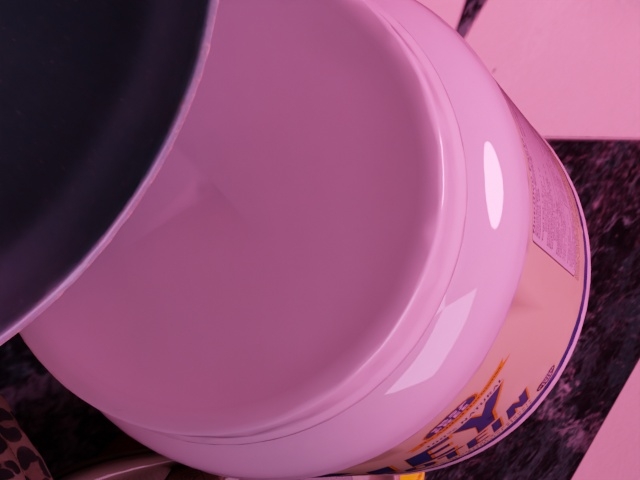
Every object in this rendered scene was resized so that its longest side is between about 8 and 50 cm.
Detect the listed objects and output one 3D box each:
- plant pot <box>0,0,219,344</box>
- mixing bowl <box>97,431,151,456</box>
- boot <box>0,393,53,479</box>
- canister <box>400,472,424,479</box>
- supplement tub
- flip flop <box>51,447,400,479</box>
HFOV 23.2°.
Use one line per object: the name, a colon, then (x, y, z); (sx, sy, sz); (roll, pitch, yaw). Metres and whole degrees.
plant pot: (-0.207, -0.098, 0.535); (0.293, 0.196, 0.293); (-29, 141, -26)
mixing bowl: (-0.089, 0.180, 1.008); (0.181, 0.098, 0.181); (-9, 112, -21)
boot: (-0.230, 0.221, 0.713); (0.138, 0.377, 0.284); (-36, 162, 32)
canister: (0.012, 0.148, 1.141); (0.126, 0.073, 0.170); (-35, 142, -21)
supplement tub: (0.000, 0.000, 0.775); (0.235, 0.235, 0.325); (-52, 162, 5)
flip flop: (-0.073, 0.178, 0.910); (0.277, 0.080, 0.112); (-14, 115, -19)
